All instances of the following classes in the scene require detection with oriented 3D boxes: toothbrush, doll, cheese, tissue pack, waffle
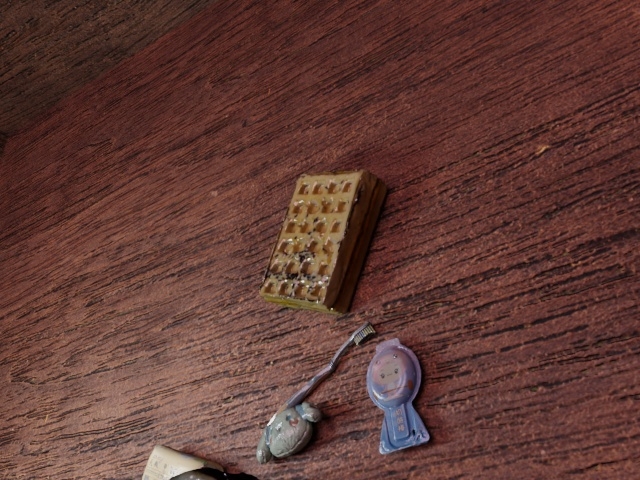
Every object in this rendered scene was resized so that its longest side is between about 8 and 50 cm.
[{"bbox_3d":[-0.007,0.331,1.556,0.375,0.028,0.037,-45,52,9],"label":"toothbrush"},{"bbox_3d":[-0.072,0.445,1.515,0.214,0.071,0.104,-43,32,24],"label":"doll"},{"bbox_3d":[0.161,0.326,1.397,0.135,0.052,0.245,-26,50,26],"label":"cheese"},{"bbox_3d":[-0.359,0.627,1.634,0.222,0.090,0.186,-2,66,41],"label":"tissue pack"},{"bbox_3d":[0.000,0.000,1.688,0.260,0.114,0.377,5,69,41],"label":"waffle"}]

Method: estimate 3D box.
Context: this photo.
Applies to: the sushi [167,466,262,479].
[{"bbox_3d":[-0.182,0.637,1.331,0.281,0.294,0.299,-47,45,4],"label":"sushi"}]
